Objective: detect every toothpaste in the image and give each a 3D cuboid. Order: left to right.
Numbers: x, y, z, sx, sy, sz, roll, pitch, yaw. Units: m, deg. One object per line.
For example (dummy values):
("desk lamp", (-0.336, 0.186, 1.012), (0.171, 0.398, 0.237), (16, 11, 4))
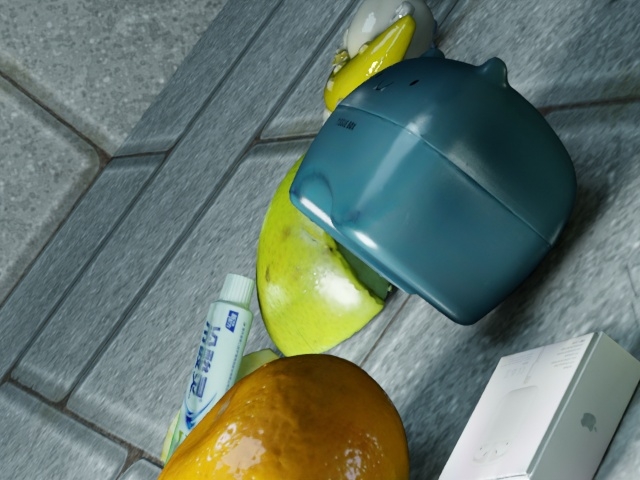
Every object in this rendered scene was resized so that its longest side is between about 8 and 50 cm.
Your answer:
("toothpaste", (-0.124, 0.179, 1.899), (0.075, 0.048, 0.297), (4, 73, 46))

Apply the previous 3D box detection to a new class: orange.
("orange", (-0.030, 0.207, 1.486), (0.240, 0.171, 0.240), (-46, 10, 10))

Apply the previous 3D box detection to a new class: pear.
("pear", (-0.004, 0.001, 1.965), (0.239, 0.139, 0.288), (-51, 12, 46))

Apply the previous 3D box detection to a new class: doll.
("doll", (0.083, -0.245, 2.280), (0.252, 0.111, 0.237), (-61, 3, -26))

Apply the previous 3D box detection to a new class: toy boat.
("toy boat", (-0.108, 0.185, 1.955), (0.172, 0.066, 0.065), (-49, 59, 2))

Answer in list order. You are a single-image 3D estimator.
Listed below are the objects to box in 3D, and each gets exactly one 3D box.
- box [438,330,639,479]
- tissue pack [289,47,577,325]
("box", (0.159, 0.140, 1.330), (0.129, 0.051, 0.130), (-60, 17, -25))
("tissue pack", (0.107, -0.058, 1.632), (0.206, 0.198, 0.287), (-51, 14, -1))
